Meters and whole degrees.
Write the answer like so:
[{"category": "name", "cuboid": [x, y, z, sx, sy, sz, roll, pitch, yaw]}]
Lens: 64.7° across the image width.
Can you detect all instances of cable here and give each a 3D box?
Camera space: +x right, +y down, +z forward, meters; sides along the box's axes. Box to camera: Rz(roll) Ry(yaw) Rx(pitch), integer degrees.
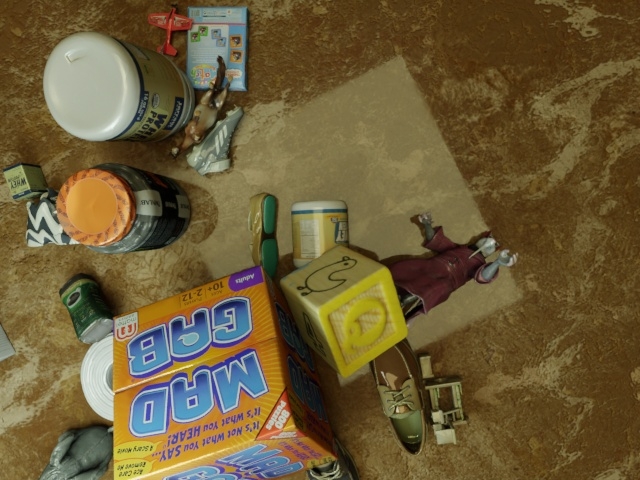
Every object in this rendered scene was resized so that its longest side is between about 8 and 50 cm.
[{"category": "cable", "cuboid": [-0.509, 0.361, 1.359, 0.257, 0.089, 0.257, 3, 92, 4]}]

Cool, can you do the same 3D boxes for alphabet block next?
[{"category": "alphabet block", "cuboid": [0.051, 0.151, 1.143, 0.192, 0.197, 0.193, -31, 117, -19]}]

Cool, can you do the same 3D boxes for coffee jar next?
[{"category": "coffee jar", "cuboid": [-0.617, 0.175, 1.335, 0.096, 0.079, 0.184, -42, 59, 2]}]

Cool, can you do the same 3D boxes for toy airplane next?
[{"category": "toy airplane", "cuboid": [-0.402, -0.558, 1.350, 0.151, 0.028, 0.151, -2, 85, 22]}]

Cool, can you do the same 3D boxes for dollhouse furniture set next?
[{"category": "dollhouse furniture set", "cuboid": [0.318, 0.385, 1.266, 0.101, 0.161, 0.182, -10, 92, 4]}]

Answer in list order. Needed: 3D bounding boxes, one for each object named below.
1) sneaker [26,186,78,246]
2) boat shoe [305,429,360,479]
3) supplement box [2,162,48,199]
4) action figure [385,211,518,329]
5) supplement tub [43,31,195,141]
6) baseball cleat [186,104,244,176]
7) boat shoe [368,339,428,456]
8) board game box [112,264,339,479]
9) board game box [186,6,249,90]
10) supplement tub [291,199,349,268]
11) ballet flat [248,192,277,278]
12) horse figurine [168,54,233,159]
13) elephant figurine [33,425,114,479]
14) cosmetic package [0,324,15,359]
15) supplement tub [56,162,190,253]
[{"category": "sneaker", "cuboid": [-0.683, -0.069, 1.356, 0.235, 0.094, 0.153, -4, 100, 14]}, {"category": "boat shoe", "cuboid": [0.000, 0.562, 1.308, 0.132, 0.130, 0.355, -27, 90, 4]}, {"category": "supplement box", "cuboid": [-0.794, -0.158, 1.367, 0.056, 0.083, 0.083, -20, 91, 5]}, {"category": "action figure", "cuboid": [0.313, 0.092, 1.247, 0.370, 0.248, 0.276, -23, 134, -21]}, {"category": "supplement tub", "cuboid": [-0.459, -0.351, 1.207, 0.228, 0.316, 0.228, 3, 101, 13]}, {"category": "baseball cleat", "cuboid": [-0.257, -0.256, 1.344, 0.206, 0.072, 0.109, -43, 102, 9]}, {"category": "boat shoe", "cuboid": [0.205, 0.390, 1.258, 0.122, 0.120, 0.324, -19, 107, 9]}, {"category": "board game box", "cuboid": [-0.206, 0.336, 1.138, 0.356, 0.356, 0.356, -20, 55, 4]}, {"category": "board game box", "cuboid": [-0.273, -0.507, 1.343, 0.160, 0.039, 0.212, 2, 91, 4]}, {"category": "supplement tub", "cuboid": [0.000, 0.000, 1.286, 0.144, 0.144, 0.200, -2, 92, 4]}, {"category": "ballet flat", "cuboid": [-0.156, -0.010, 1.343, 0.073, 0.080, 0.232, 1, 89, 32]}, {"category": "horse figurine", "cuboid": [-0.291, -0.327, 1.275, 0.066, 0.174, 0.263, 27, 77, -17]}, {"category": "elephant figurine", "cuboid": [-0.644, 0.586, 1.299, 0.169, 0.239, 0.186, 11, 92, 4]}, {"category": "cosmetic package", "cuboid": [-0.972, 0.253, 1.321, 0.138, 0.224, 0.225, -29, 89, 4]}, {"category": "supplement tub", "cuboid": [-0.462, -0.073, 1.219, 0.207, 0.338, 0.207, 0, 92, 3]}]
